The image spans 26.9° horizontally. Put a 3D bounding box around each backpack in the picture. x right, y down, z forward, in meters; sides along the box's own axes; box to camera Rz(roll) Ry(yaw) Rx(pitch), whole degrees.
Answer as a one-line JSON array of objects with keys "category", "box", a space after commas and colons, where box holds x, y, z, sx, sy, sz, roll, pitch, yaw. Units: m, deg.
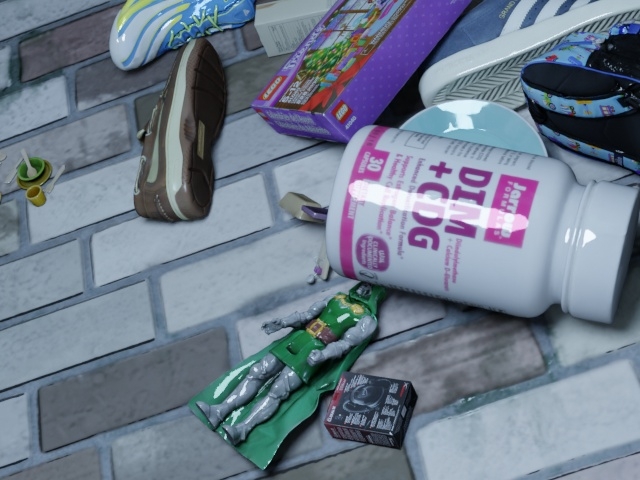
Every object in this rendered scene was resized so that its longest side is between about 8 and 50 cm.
[{"category": "backpack", "box": [0.304, -0.152, 1.397, 0.173, 0.158, 0.117, 18, 61, 40]}]

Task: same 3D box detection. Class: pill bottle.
[{"category": "pill bottle", "box": [0.161, -0.014, 1.321, 0.283, 0.160, 0.160, 12, 58, 17]}]

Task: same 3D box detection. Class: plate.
[{"category": "plate", "box": [0.154, -0.066, 1.448, 0.188, 0.024, 0.188, -6, 66, 13]}]

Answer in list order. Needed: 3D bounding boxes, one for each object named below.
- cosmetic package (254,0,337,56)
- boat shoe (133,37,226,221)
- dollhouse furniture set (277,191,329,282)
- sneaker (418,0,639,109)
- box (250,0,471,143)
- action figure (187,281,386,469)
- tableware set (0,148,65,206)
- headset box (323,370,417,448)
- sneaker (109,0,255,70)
[{"category": "cosmetic package", "box": [-0.020, -0.273, 1.675, 0.115, 0.060, 0.041, -8, 50, 13]}, {"category": "boat shoe", "box": [-0.180, -0.137, 1.609, 0.095, 0.095, 0.257, -11, 51, 21]}, {"category": "dollhouse furniture set", "box": [0.000, 0.000, 1.487, 0.114, 0.091, 0.081, 34, 112, 60]}, {"category": "sneaker", "box": [0.272, -0.250, 1.497, 0.350, 0.131, 0.148, -14, 53, 10]}, {"category": "box", "box": [0.064, -0.242, 1.541, 0.293, 0.057, 0.201, -52, 25, -11]}, {"category": "action figure", "box": [-0.019, 0.116, 1.372, 0.232, 0.063, 0.137, -41, 47, -18]}, {"category": "tableware set", "box": [-0.405, -0.073, 1.689, 0.154, 0.024, 0.104, 11, 59, 27]}, {"category": "headset box", "box": [0.046, 0.166, 1.322, 0.083, 0.032, 0.062, 5, 55, 25]}, {"category": "sneaker", "box": [-0.164, -0.302, 1.732, 0.126, 0.091, 0.240, 23, 64, 33]}]
